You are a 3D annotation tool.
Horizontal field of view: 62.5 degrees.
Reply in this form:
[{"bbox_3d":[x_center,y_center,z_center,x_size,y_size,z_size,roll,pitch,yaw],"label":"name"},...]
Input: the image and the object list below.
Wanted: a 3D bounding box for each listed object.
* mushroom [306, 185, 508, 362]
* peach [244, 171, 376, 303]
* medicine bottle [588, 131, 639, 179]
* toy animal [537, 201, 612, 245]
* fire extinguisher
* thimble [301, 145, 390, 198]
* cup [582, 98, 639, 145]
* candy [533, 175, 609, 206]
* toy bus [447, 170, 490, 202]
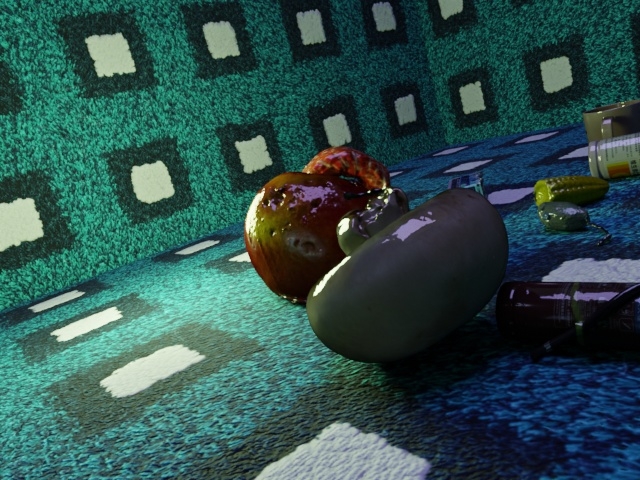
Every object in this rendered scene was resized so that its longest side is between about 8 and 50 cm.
[{"bbox_3d":[0.124,0.031,0.887,0.362,0.295,0.362,-32,-5,-3],"label":"mushroom"},{"bbox_3d":[0.000,0.000,1.395,0.416,0.353,0.339,34,42,17],"label":"peach"},{"bbox_3d":[0.981,-0.269,1.642,0.249,0.134,0.133,-7,14,35],"label":"medicine bottle"},{"bbox_3d":[0.618,-0.042,1.269,0.079,0.070,0.253,-50,25,5],"label":"toy animal"},{"bbox_3d":[0.416,0.114,0.719,0.341,0.105,0.142,-3,57,44],"label":"fire extinguisher"},{"bbox_3d":[0.076,-0.152,1.798,0.349,0.351,0.230,-15,11,2],"label":"thimble"},{"bbox_3d":[1.045,-0.373,1.871,0.191,0.201,0.252,-6,14,38],"label":"cup"},{"bbox_3d":[0.721,-0.142,1.501,0.198,0.094,0.106,-10,6,-2],"label":"candy"},{"bbox_3d":[0.520,-0.171,1.863,0.130,0.106,0.297,-14,10,19],"label":"toy bus"}]
